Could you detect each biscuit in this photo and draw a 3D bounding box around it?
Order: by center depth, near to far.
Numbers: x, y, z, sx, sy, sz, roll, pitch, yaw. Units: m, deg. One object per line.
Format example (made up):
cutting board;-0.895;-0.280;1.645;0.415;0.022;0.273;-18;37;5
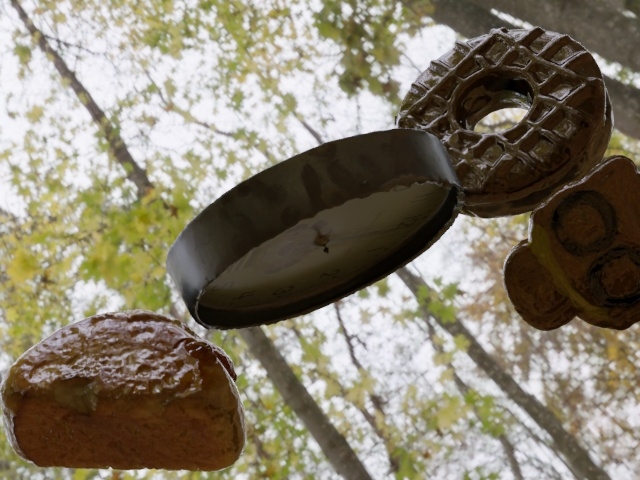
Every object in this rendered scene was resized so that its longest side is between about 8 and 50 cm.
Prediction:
biscuit;0.377;0.012;1.143;0.290;0.208;0.041;-34;3;11
biscuit;0.274;-0.181;1.327;0.332;0.332;0.103;-38;-39;-1

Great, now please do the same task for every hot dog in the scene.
hot dog;-0.204;0.161;0.955;0.257;0.153;0.150;1;-57;3

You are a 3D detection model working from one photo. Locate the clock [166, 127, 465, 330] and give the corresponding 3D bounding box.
clock;-0.001;-0.001;0.888;0.313;0.061;0.312;-22;-19;-8
